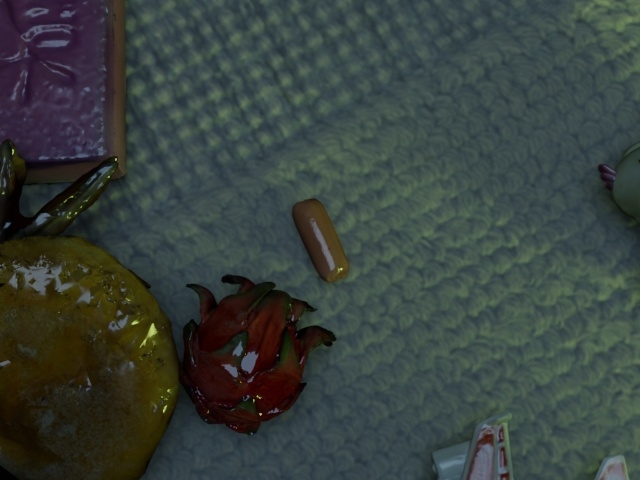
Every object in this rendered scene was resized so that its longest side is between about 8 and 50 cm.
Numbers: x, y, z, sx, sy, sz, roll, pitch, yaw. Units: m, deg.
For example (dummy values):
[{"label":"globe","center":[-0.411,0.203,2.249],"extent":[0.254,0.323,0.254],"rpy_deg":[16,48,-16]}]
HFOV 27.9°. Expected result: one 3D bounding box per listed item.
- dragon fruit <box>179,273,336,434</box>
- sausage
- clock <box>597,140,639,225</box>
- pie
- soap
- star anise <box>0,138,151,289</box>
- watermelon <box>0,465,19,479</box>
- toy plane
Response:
[{"label":"dragon fruit","center":[-0.065,0.104,1.168],"extent":[0.121,0.130,0.142],"rpy_deg":[4,77,35]},{"label":"sausage","center":[0.000,0.000,1.223],"extent":[0.034,0.034,0.083],"rpy_deg":[-23,79,-4]},{"label":"clock","center":[0.352,-0.021,1.192],"extent":[0.144,0.103,0.231],"rpy_deg":[-21,77,-2]},{"label":"pie","center":[-0.250,0.125,1.133],"extent":[0.273,0.069,0.273],"rpy_deg":[1,104,3]},{"label":"soap","center":[-0.279,-0.187,1.240],"extent":[0.181,0.081,0.259],"rpy_deg":[-1,78,0]},{"label":"star anise","center":[-0.295,0.017,1.176],"extent":[0.288,0.088,0.288],"rpy_deg":[0,107,1]},{"label":"watermelon","center":[-0.333,0.286,1.060],"extent":[0.242,0.242,0.242],"rpy_deg":[0,78,0]},{"label":"toy plane","center":[0.187,0.276,1.126],"extent":[0.252,0.118,0.252],"rpy_deg":[-1,78,3]}]
